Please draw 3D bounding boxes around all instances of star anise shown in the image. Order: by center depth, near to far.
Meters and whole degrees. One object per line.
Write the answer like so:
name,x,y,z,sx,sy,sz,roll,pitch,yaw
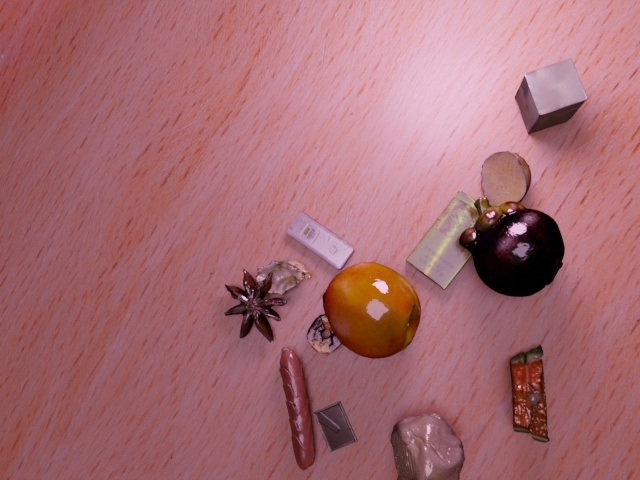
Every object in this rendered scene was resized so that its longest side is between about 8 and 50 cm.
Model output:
star anise,-0.235,0.237,1.869,0.288,0.088,0.288,1,93,27

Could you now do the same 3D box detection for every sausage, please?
sausage,-0.080,0.591,1.817,0.088,0.088,0.432,-12,83,11

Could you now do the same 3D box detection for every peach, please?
peach,0.162,0.226,1.700,0.333,0.308,0.307,20,89,23

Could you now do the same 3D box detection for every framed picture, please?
framed picture,0.052,0.662,1.818,0.109,0.011,0.149,-25,80,8

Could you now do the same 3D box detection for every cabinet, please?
cabinet,0.747,-0.465,1.675,0.150,0.206,0.145,-18,81,10

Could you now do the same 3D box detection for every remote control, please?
remote control,0.000,0.000,1.877,0.250,0.034,0.103,34,92,12

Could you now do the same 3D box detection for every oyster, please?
oyster,-0.142,0.125,1.884,0.209,0.072,0.132,-32,85,27

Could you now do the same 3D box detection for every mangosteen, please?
mangosteen,0.598,0.033,1.615,0.314,0.297,0.296,10,87,6

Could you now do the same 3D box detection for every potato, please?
potato,0.645,-0.204,1.721,0.117,0.182,0.202,-14,89,-33

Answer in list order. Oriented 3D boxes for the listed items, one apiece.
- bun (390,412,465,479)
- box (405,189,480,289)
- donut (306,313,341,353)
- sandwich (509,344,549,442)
bun,0.354,0.696,1.646,0.205,0.281,0.281,-9,82,-15
box,0.458,-0.002,1.777,0.173,0.043,0.311,37,94,12
donut,0.022,0.332,1.829,0.141,0.059,0.140,-1,84,11
sandwich,0.655,0.500,1.619,0.109,0.212,0.291,-5,97,26
